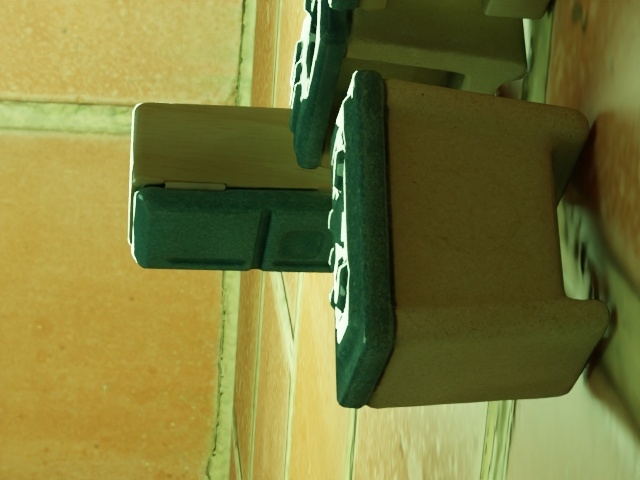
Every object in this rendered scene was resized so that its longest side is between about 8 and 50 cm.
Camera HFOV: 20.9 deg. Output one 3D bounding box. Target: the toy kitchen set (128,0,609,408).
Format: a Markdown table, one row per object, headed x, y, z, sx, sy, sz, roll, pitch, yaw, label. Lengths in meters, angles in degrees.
| x | y | z | sx | sy | sz | roll | pitch | yaw | label |
| --- | --- | --- | --- | --- | --- | --- | --- | --- | --- |
| 0.000 | 0.000 | 0.543 | 0.207 | 0.122 | 0.166 | 103 | 168 | -62 | toy kitchen set |
